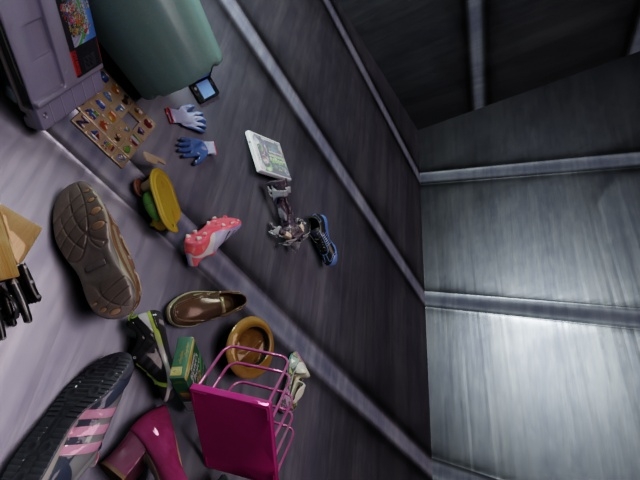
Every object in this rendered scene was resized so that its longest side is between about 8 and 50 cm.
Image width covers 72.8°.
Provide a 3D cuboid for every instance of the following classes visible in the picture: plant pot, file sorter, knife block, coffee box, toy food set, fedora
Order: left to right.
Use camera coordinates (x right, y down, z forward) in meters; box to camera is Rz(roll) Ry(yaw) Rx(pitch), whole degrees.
[{"bbox_3d":[-0.629,0.044,0.763,0.275,0.088,0.241,47,41,-40],"label":"knife block"},{"bbox_3d":[-0.444,-0.574,1.123,0.334,0.342,0.341,64,32,-35],"label":"plant pot"},{"bbox_3d":[-0.445,-0.119,1.165,0.128,0.071,0.217,-51,126,-82],"label":"toy food set"},{"bbox_3d":[-0.325,0.336,1.084,0.113,0.041,0.184,-91,180,-46],"label":"coffee box"},{"bbox_3d":[-0.226,0.324,1.316,0.194,0.079,0.194,19,65,-49],"label":"fedora"},{"bbox_3d":[-0.184,0.444,1.130,0.182,0.202,0.290,-58,152,-58],"label":"file sorter"}]

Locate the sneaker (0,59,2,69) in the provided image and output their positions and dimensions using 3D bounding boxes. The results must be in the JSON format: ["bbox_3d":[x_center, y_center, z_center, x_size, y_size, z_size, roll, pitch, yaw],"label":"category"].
[{"bbox_3d":[-0.667,-0.448,0.888,0.112,0.121,0.299,28,41,-16],"label":"sneaker"}]

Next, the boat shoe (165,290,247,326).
[{"bbox_3d":[-0.309,0.180,1.223,0.258,0.095,0.095,-8,84,-59],"label":"boat shoe"}]

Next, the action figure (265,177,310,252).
[{"bbox_3d":[-0.128,-0.090,1.641,0.185,0.099,0.284,-29,107,-66],"label":"action figure"}]

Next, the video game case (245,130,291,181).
[{"bbox_3d":[-0.196,-0.319,1.657,0.190,0.022,0.173,8,60,-58],"label":"video game case"}]

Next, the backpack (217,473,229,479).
[{"bbox_3d":[-0.215,0.704,1.011,0.191,0.254,0.224,-19,96,-39],"label":"backpack"}]

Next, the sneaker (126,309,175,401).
[{"bbox_3d":[-0.416,0.282,1.051,0.097,0.084,0.234,-12,92,-26],"label":"sneaker"}]

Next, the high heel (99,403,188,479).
[{"bbox_3d":[-0.271,0.510,0.937,0.378,0.127,0.181,31,41,11],"label":"high heel"}]

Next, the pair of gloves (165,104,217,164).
[{"bbox_3d":[-0.401,-0.332,1.360,0.159,0.023,0.198,-19,93,-58],"label":"pair of gloves"}]

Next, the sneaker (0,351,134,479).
[{"bbox_3d":[-0.479,0.381,0.878,0.319,0.112,0.131,-62,147,-45],"label":"sneaker"}]

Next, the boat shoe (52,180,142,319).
[{"bbox_3d":[-0.499,0.025,0.984,0.116,0.123,0.324,100,-31,-83],"label":"boat shoe"}]

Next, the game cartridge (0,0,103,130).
[{"bbox_3d":[-0.560,-0.435,0.892,0.354,0.068,0.230,101,11,-46],"label":"game cartridge"}]

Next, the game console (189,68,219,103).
[{"bbox_3d":[-0.373,-0.529,1.438,0.107,0.071,0.122,61,34,-22],"label":"game console"}]

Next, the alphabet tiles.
[{"bbox_3d":[-0.555,-0.334,1.120,0.237,0.009,0.198,51,39,-35],"label":"alphabet tiles"}]

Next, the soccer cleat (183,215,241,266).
[{"bbox_3d":[-0.324,-0.006,1.313,0.248,0.083,0.095,-43,144,-61],"label":"soccer cleat"}]

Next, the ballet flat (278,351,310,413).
[{"bbox_3d":[-0.082,0.484,1.485,0.077,0.079,0.221,51,38,-34],"label":"ballet flat"}]

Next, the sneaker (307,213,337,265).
[{"bbox_3d":[0.000,0.000,1.829,0.091,0.082,0.232,-3,73,-56],"label":"sneaker"}]
